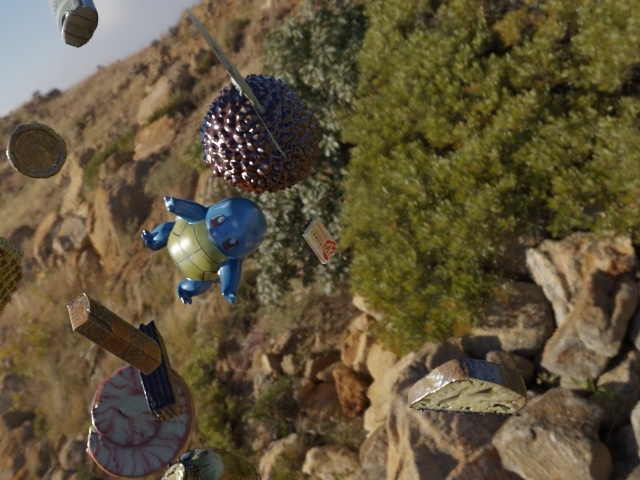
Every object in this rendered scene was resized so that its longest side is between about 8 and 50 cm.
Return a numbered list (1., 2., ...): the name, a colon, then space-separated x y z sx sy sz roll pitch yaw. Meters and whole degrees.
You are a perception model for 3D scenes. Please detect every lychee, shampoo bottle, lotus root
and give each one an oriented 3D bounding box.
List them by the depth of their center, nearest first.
1. shampoo bottle: -0.459 -0.446 1.152 0.086 0.056 0.227 -50 52 27
2. lotus root: -0.200 0.488 1.210 0.141 0.314 0.169 7 66 38
3. lotus root: 0.339 0.336 1.451 0.261 0.170 0.074 4 49 3
4. lychee: -0.147 -0.264 1.593 0.306 0.306 0.330 -46 56 -9

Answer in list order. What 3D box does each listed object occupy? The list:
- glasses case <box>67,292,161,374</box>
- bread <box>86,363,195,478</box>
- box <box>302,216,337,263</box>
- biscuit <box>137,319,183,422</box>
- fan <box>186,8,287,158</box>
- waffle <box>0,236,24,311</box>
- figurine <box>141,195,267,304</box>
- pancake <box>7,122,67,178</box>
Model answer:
1. glasses case: -0.411 0.191 1.283 0.049 0.218 0.075 -39 46 1
2. bread: -0.514 0.520 1.844 0.114 0.295 0.327 91 -173 -74
3. box: 0.000 0.000 1.428 0.015 0.093 0.058 -2 44 44
4. biscuit: -0.416 0.326 1.600 0.070 0.106 0.252 -19 61 -11
5. fan: -0.150 -0.282 1.154 0.012 0.233 0.414 -36 51 8
6. waffle: -0.744 0.090 1.415 0.197 0.070 0.193 -58 -13 -68
7. figurine: -0.291 0.025 1.611 0.243 0.297 0.416 -25 0 -27
8. pancake: -0.554 -0.175 1.243 0.115 0.115 0.011 -46 36 -11
